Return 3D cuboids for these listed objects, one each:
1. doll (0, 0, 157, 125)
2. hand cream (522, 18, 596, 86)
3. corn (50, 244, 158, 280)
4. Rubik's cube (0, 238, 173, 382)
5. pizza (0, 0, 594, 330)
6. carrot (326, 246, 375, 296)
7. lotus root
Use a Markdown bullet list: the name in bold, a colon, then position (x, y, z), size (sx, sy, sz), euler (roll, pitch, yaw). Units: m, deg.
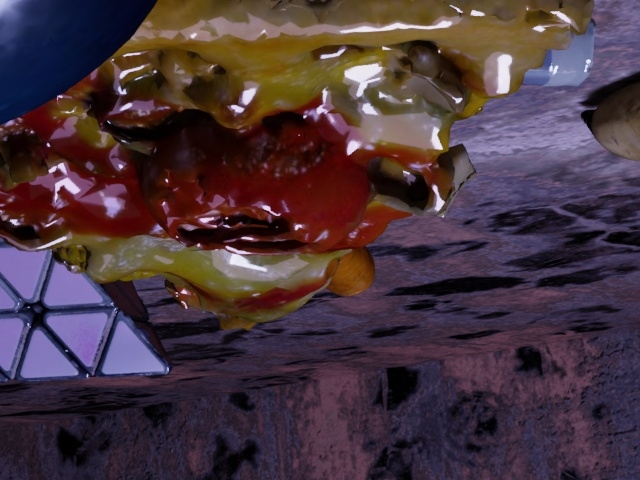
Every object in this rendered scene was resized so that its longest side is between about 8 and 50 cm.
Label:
- **doll**: position (-0.126, -0.117, 0.398), size (0.186, 0.198, 0.322), euler (27, 169, -11)
- **hand cream**: position (0.034, -0.118, 0.843), size (0.255, 0.048, 0.079), euler (2, 162, -13)
- **corn**: position (-0.067, -0.038, 1.032), size (0.305, 0.106, 0.106), euler (-13, 166, 30)
- **Rubik's cube**: position (-0.266, 0.044, 1.185), size (0.178, 0.211, 0.190), euler (-38, 129, 3)
- **pizza**: position (-0.057, -0.032, 0.823), size (0.440, 0.130, 0.406), euler (-3, 151, 12)
- **carrot**: position (0.000, 0.000, 1.410), size (0.061, 0.061, 0.257), euler (-9, 159, 16)
- **lotus root**: position (0.256, -0.089, 1.049), size (0.072, 0.063, 0.152), euler (16, 166, -34)
